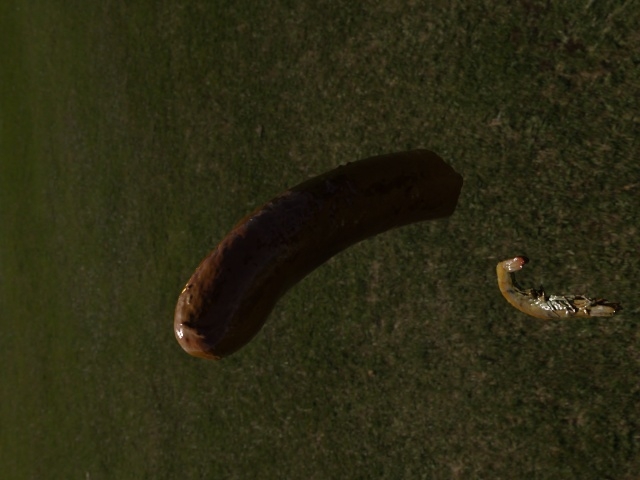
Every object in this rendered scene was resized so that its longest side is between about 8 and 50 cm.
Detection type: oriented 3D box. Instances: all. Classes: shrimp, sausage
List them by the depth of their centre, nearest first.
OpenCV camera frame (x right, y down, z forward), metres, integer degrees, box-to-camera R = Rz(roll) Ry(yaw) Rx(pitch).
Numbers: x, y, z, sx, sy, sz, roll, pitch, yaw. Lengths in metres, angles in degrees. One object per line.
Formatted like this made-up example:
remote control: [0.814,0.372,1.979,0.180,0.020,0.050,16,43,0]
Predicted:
shrimp: [0.209,0.044,0.531,0.114,0.083,0.023,3,48,52]
sausage: [-0.003,-0.004,0.532,0.076,0.302,0.102,16,133,64]
